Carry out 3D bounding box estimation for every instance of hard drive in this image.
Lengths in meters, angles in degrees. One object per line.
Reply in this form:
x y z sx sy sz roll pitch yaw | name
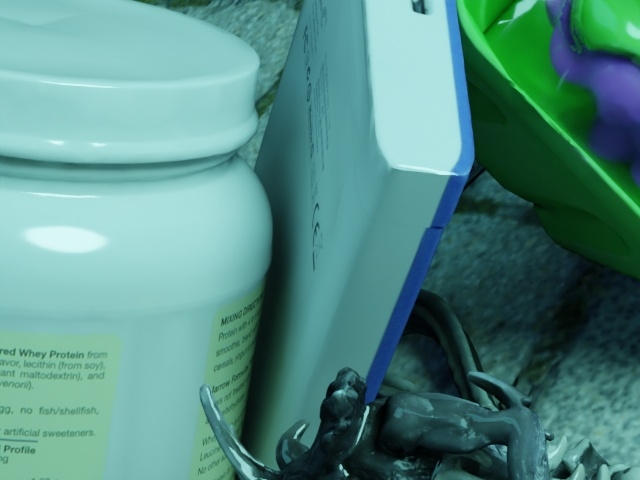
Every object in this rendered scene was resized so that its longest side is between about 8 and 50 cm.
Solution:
0.000 0.000 0.856 0.040 0.319 0.210 7 48 -11 | hard drive

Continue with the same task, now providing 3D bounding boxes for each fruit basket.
0.227 -0.169 0.827 0.392 0.283 0.392 -38 22 18 | fruit basket

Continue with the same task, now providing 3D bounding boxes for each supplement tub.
-0.148 0.060 0.839 0.235 0.235 0.325 35 120 54 | supplement tub

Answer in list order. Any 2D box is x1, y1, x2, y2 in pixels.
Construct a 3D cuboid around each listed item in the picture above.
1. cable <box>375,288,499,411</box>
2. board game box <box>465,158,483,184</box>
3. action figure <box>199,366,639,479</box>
0.071 0.094 0.862 0.139 0.072 0.287 -27 38 13 | cable
0.075 -0.112 1.103 0.194 0.060 0.194 14 60 49 | board game box
0.079 0.127 0.669 0.275 0.164 0.141 9 59 14 | action figure
